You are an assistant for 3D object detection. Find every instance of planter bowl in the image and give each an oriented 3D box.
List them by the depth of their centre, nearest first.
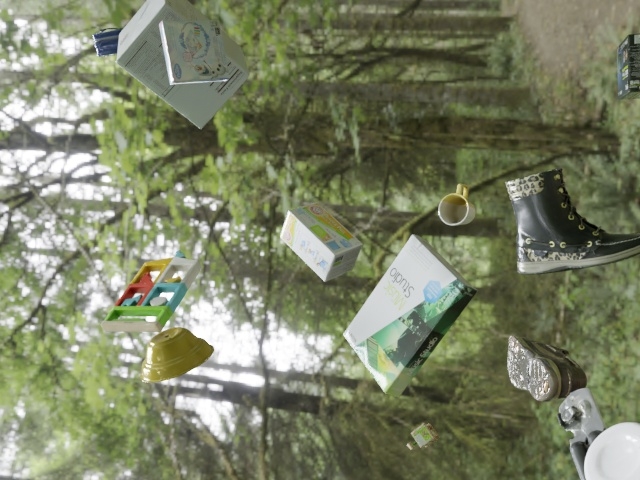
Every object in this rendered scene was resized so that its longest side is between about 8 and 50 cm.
[{"bbox_3d":[-0.411,0.299,2.080,0.217,0.217,0.090,-54,-51,-67],"label":"planter bowl"}]

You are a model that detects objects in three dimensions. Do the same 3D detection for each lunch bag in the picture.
[{"bbox_3d":[-0.515,-0.493,1.861,0.067,0.098,0.065,-61,-37,-74],"label":"lunch bag"}]

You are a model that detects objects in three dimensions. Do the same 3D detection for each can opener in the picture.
[{"bbox_3d":[0.496,0.383,1.326,0.095,0.076,0.283,35,-152,-23],"label":"can opener"}]

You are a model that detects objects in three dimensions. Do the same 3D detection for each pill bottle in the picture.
[{"bbox_3d":[0.493,0.366,1.078,0.221,0.121,0.121,39,-140,-20],"label":"pill bottle"}]

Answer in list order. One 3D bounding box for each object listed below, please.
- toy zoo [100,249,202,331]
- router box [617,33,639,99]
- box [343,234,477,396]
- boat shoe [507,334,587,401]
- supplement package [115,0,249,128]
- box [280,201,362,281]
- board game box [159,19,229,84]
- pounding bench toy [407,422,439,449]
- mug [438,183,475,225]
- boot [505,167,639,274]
[{"bbox_3d":[-0.448,0.134,2.052,0.030,0.192,0.293,67,-147,-34],"label":"toy zoo"},{"bbox_3d":[0.518,-0.285,1.240,0.122,0.038,0.092,-15,-77,-75],"label":"router box"},{"bbox_3d":[0.204,0.176,1.793,0.322,0.058,0.232,-58,38,15],"label":"box"},{"bbox_3d":[0.585,0.336,1.961,0.355,0.130,0.132,-109,22,-79],"label":"boat shoe"},{"bbox_3d":[-0.269,-0.362,1.461,0.203,0.149,0.194,37,-163,-28],"label":"supplement package"},{"bbox_3d":[0.000,0.000,2.089,0.114,0.203,0.103,-21,-37,-40],"label":"box"},{"bbox_3d":[-0.186,-0.278,1.108,0.020,0.090,0.090,-9,91,59],"label":"board game box"},{"bbox_3d":[0.297,0.582,2.207,0.052,0.083,0.065,54,-169,26],"label":"pounding bench toy"},{"bbox_3d":[0.277,-0.063,1.469,0.078,0.062,0.064,-53,-29,17],"label":"mug"},{"bbox_3d":[0.442,-0.042,1.305,0.085,0.236,0.179,-11,-91,-59],"label":"boot"}]
